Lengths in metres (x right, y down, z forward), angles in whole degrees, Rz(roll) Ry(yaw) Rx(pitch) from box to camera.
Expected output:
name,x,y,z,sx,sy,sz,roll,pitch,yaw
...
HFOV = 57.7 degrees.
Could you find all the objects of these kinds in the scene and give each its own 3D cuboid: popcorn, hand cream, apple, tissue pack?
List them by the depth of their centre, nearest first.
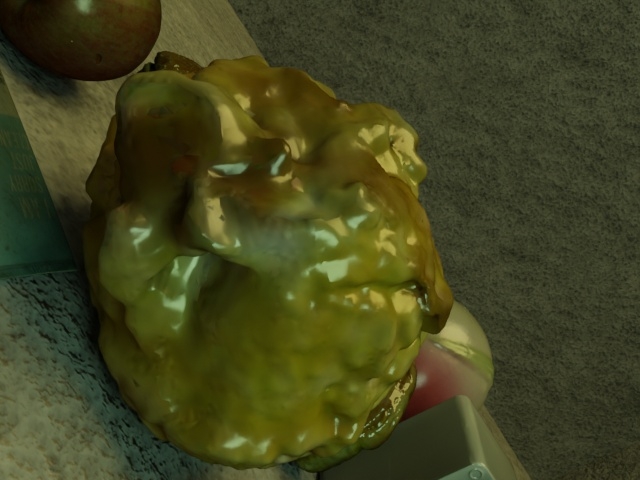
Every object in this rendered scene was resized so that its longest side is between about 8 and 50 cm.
name,x,y,z,sx,sy,sz,roll,pitch,yaw
hand cream,-0.319,-0.110,0.542,0.313,0.070,0.111,64,13,4
popcorn,-0.061,0.014,0.606,0.354,0.343,0.391,-140,-137,-60
apple,-0.305,-0.298,0.734,0.188,0.188,0.174,60,20,4
tissue pack,0.133,0.353,0.784,0.160,0.246,0.136,56,15,-14

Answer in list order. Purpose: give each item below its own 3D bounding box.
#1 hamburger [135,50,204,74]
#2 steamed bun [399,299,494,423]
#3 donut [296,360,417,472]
name,x,y,z,sx,sy,sz,roll,pitch,yaw
hamburger,-0.232,-0.244,1.029,0.189,0.122,0.215,39,22,-51
steamed bun,0.174,0.253,1.112,0.309,0.309,0.309,54,14,-20
donut,0.029,0.194,0.841,0.128,0.208,0.261,54,9,-16
